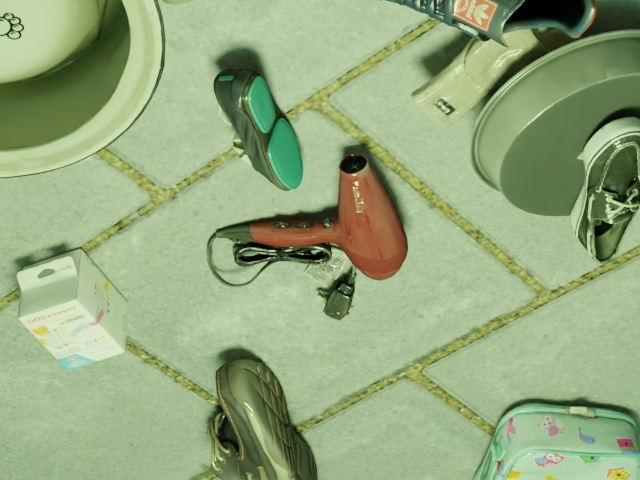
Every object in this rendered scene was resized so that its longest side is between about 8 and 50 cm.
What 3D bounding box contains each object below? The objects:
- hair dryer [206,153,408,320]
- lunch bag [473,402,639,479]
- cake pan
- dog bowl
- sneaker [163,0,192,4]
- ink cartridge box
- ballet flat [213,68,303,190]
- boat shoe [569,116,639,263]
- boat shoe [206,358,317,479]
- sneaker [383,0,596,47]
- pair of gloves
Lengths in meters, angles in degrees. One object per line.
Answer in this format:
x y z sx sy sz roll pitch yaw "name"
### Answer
0.000 0.000 2.068 0.224 0.080 0.293 18 134 -21 "hair dryer"
0.349 0.353 2.460 0.224 0.108 0.279 7 136 -7 "lunch bag"
0.320 -0.126 1.913 0.293 0.054 0.293 -13 146 -9 "cake pan"
-0.365 -0.256 1.712 0.408 0.150 0.408 -2 137 -2 "dog bowl"
-0.107 -0.345 1.689 0.222 0.083 0.118 -34 126 17 "sneaker"
-0.328 0.086 2.138 0.092 0.090 0.143 -19 136 17 "ink cartridge box"
-0.078 -0.134 1.933 0.074 0.074 0.203 -13 143 11 "ballet flat"
0.347 -0.056 1.911 0.078 0.070 0.219 -12 145 -10 "boat shoe"
-0.101 0.305 2.365 0.130 0.132 0.355 -12 136 10 "boat shoe"
0.130 -0.271 1.682 0.350 0.148 0.131 -2 140 -17 "sneaker"
0.247 -0.179 1.908 0.204 0.042 0.240 -39 133 26 "pair of gloves"
